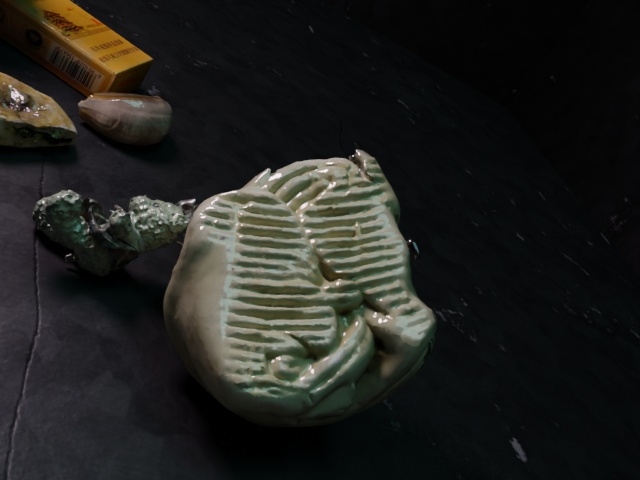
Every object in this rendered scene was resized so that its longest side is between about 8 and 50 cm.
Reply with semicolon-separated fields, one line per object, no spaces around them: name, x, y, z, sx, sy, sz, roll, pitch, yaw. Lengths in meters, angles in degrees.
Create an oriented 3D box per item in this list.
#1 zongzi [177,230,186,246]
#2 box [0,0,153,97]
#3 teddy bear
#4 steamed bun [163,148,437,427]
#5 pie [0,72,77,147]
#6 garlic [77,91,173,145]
zongzi;-0.106;0.000;1.298;0.194;0.099;0.197;38;26;-10
box;-0.469;-0.373;1.535;0.274;0.076;0.174;35;23;-2
teddy bear;-0.266;-0.007;1.089;0.213;0.111;0.133;2;-1;-24
steamed bun;-0.027;0.079;1.092;0.346;0.237;0.394;33;59;1
pie;-0.482;-0.204;1.244;0.185;0.052;0.218;39;22;20
garlic;-0.317;-0.215;1.441;0.101;0.087;0.195;32;24;24
